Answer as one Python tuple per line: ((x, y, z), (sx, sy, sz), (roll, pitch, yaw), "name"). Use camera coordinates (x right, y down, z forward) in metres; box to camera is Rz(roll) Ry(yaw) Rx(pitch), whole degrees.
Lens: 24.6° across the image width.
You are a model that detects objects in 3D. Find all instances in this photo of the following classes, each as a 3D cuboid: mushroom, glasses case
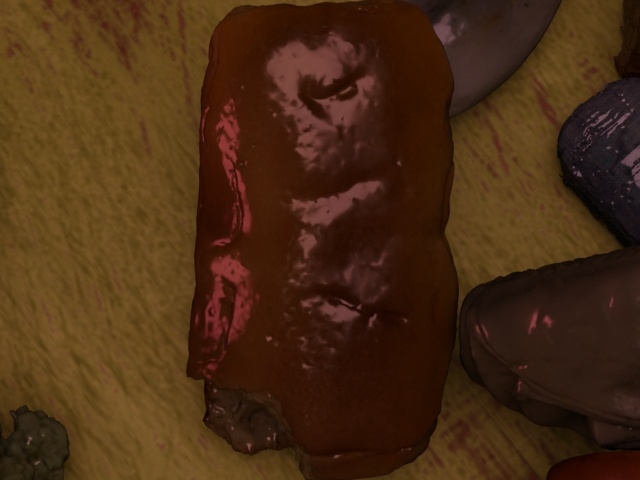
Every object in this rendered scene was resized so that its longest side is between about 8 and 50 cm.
((0.143, -0.213, 1.181), (0.118, 0.103, 0.270), (31, 72, 16), "mushroom")
((0.303, -0.007, 1.149), (0.109, 0.067, 0.282), (-43, 84, 1), "glasses case")

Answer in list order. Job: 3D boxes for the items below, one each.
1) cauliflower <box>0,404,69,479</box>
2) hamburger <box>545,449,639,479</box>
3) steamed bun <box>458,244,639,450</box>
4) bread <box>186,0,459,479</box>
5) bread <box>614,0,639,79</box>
((-0.340, 0.191, 1.040), (0.327, 0.281, 0.260), (-9, 100, -28), "cauliflower")
((0.286, 0.255, 0.989), (0.291, 0.291, 0.225), (5, 73, 0), "hamburger")
((0.213, 0.079, 1.044), (0.218, 0.211, 0.144), (-14, 87, 30), "steamed bun")
((0.003, 0.000, 1.063), (0.195, 0.149, 0.344), (0, 94, 7), "bread")
((0.382, -0.181, 1.131), (0.274, 0.185, 0.114), (3, 74, -1), "bread")
